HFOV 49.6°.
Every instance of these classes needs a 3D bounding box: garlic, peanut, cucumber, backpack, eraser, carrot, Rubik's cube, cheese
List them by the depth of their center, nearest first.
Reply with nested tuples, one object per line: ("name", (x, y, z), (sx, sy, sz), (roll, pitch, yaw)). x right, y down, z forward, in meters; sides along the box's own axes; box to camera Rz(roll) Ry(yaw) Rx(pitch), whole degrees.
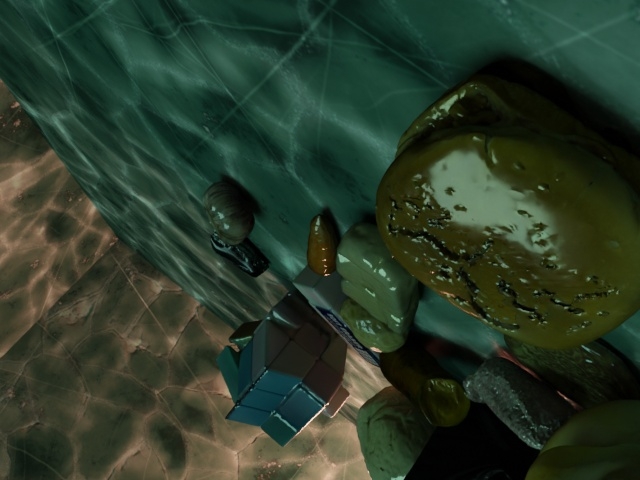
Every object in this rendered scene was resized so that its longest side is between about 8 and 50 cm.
("cheese", (0.112, 0.065, 1.288), (0.159, 0.093, 0.263), (30, 158, 22))
("backpack", (0.379, 0.464, 1.305), (0.445, 0.363, 0.255), (-2, 128, 42))
("carrot", (0.000, 0.000, 1.403), (0.072, 0.072, 0.205), (34, 159, 21))
("carrot", (0.211, 0.295, 1.490), (0.114, 0.114, 0.302), (47, 177, -17))
("peanut", (0.116, 0.176, 1.505), (0.159, 0.109, 0.140), (30, 145, 20))
("garlic", (-0.213, -0.067, 1.628), (0.147, 0.102, 0.159), (42, 157, 47))
("eraser", (0.064, 0.177, 1.653), (0.287, 0.086, 0.130), (48, 162, -21))
("Rubik's cube", (-0.083, 0.344, 1.935), (0.358, 0.368, 0.387), (41, 128, 1))
("cucumber", (-0.235, 0.028, 1.942), (0.193, 0.086, 0.115), (39, 161, -16))

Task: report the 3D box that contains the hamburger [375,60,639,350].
("hamburger", (0.212, -0.028, 0.755), (0.304, 0.174, 0.284), (32, 150, 5))

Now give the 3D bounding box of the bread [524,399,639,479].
("bread", (0.483, 0.425, 0.940), (0.424, 0.329, 0.245), (48, -168, 18))

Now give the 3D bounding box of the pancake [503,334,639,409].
("pancake", (0.408, 0.206, 1.110), (0.250, 0.031, 0.250), (38, 162, 15))

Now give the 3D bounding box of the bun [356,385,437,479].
("bun", (0.261, 0.488, 1.668), (0.349, 0.227, 0.352), (48, -156, 18))

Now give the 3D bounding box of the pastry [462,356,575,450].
("pastry", (0.352, 0.283, 1.243), (0.103, 0.112, 0.265), (14, -176, -24))
